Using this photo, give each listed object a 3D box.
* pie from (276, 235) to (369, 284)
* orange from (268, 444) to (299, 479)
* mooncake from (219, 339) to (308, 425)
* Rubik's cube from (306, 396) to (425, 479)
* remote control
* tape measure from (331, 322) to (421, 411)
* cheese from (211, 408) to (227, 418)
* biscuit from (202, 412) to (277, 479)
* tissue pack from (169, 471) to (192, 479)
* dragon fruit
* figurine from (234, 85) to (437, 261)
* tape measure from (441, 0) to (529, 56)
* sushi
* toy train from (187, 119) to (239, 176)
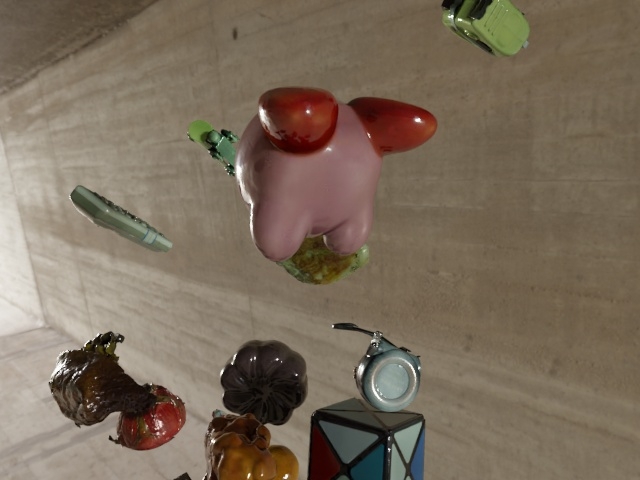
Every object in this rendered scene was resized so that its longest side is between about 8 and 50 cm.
[{"bbox_3d":[-0.008,0.004,1.213,0.257,0.274,0.105,-11,-145,5],"label":"pie"},{"bbox_3d":[-0.147,0.764,1.565,0.159,0.136,0.159,-7,-138,7],"label":"orange"},{"bbox_3d":[-0.190,0.486,1.603,0.306,0.306,0.154,-6,-179,-2],"label":"mooncake"},{"bbox_3d":[0.129,0.591,1.290,0.248,0.250,0.246,0,173,33],"label":"Rubik's cube"},{"bbox_3d":[-0.516,-0.042,1.244,0.128,0.065,0.335,36,173,17],"label":"remote control"},{"bbox_3d":[0.083,0.204,0.780,0.104,0.107,0.180,31,171,-26],"label":"tape measure"},{"bbox_3d":[-0.416,0.763,1.984,0.095,0.038,0.145,33,-172,-31],"label":"cheese"},{"bbox_3d":[-0.135,0.449,0.766,0.110,0.312,0.318,2,163,-18],"label":"biscuit"},{"bbox_3d":[-0.331,0.779,1.095,0.370,0.198,0.210,44,-165,25],"label":"tissue pack"},{"bbox_3d":[-0.554,0.540,1.511,0.224,0.148,0.218,3,-149,9],"label":"dragon fruit"},{"bbox_3d":[-0.014,-0.124,0.705,0.270,0.261,0.211,-6,-138,-35],"label":"figurine"},{"bbox_3d":[0.294,-0.396,0.846,0.177,0.087,0.154,14,-156,-41],"label":"tape measure"},{"bbox_3d":[-0.528,0.330,1.116,0.296,0.167,0.179,-10,-164,41],"label":"sushi"},{"bbox_3d":[-0.324,-0.296,1.509,0.157,0.105,0.253,31,175,18],"label":"toy train"}]
